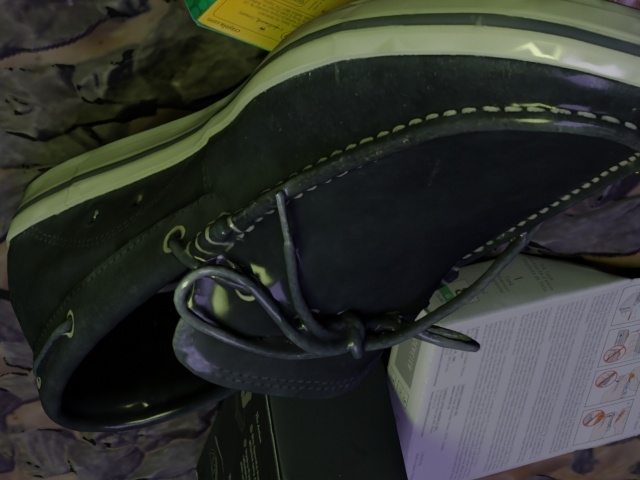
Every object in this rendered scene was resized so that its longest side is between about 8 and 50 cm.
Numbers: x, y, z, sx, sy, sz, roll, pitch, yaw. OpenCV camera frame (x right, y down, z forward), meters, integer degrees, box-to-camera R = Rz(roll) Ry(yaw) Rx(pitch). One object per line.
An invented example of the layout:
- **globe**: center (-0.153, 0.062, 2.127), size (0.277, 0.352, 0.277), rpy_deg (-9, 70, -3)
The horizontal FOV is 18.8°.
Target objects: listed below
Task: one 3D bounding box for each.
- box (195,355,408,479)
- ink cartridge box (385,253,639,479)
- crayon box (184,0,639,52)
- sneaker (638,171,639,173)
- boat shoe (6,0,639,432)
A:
- **box**: center (-0.015, 0.167, 1.286), size (0.093, 0.156, 0.158), rpy_deg (7, 133, -18)
- **ink cartridge box**: center (0.152, 0.080, 1.321), size (0.224, 0.056, 0.181), rpy_deg (-14, 138, -23)
- **crayon box**: center (0.074, -0.153, 0.987), size (0.278, 0.081, 0.165), rpy_deg (16, 132, -45)
- **sneaker**: center (0.194, -0.055, 1.190), size (0.083, 0.031, 0.035), rpy_deg (6, 134, -16)
- **boat shoe**: center (0.000, 0.000, 0.990), size (0.187, 0.156, 0.500), rpy_deg (14, 157, -37)
